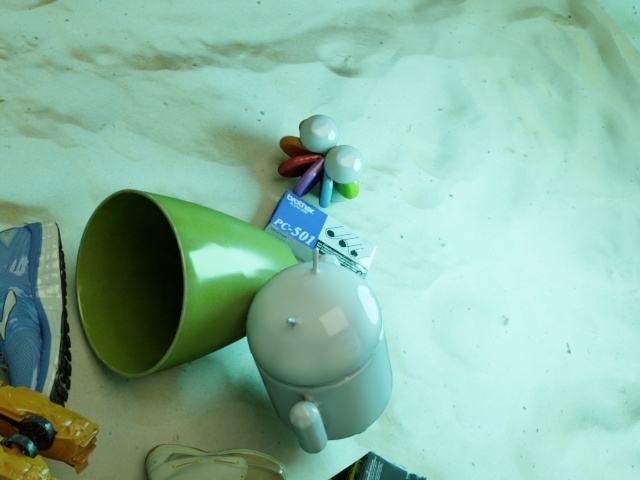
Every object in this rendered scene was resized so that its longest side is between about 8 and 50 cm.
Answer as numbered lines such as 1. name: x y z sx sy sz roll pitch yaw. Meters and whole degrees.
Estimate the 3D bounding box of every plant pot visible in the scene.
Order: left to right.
1. plant pot: -0.184 0.062 1.337 0.293 0.275 0.275 0 59 -48

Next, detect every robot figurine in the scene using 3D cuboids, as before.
1. robot figurine: -0.439 0.234 1.048 0.291 0.085 0.211 20 26 8
2. robot figurine: 0.002 0.169 1.287 0.199 0.353 0.300 -2 50 10

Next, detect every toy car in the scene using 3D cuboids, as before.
1. toy car: -0.008 -0.140 1.625 0.136 0.159 0.182 -36 81 -15

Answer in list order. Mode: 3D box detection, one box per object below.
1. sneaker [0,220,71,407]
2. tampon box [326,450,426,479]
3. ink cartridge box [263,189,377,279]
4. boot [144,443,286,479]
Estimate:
1. sneaker: -0.441 0.130 1.228 0.147 0.130 0.330 -5 62 -12
2. tampon box: 0.067 0.413 1.283 0.101 0.161 0.120 28 49 -10
3. ink cartridge box: 0.000 0.000 1.594 0.207 0.046 0.097 31 49 -8
4. boot: -0.140 0.364 1.202 0.213 0.077 0.165 11 16 -17
